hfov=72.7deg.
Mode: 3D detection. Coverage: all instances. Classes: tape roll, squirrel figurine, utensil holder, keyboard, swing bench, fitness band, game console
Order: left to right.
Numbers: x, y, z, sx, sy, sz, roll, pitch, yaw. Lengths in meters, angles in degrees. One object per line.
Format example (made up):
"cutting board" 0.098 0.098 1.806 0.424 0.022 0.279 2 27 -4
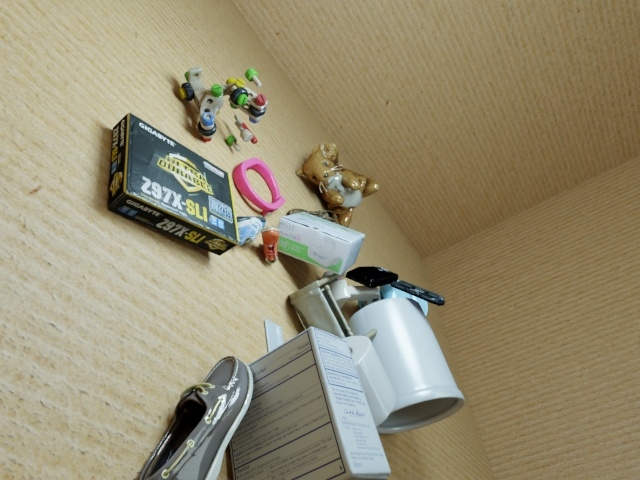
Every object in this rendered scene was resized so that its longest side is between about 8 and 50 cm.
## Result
"fitness band" -0.218 -0.201 1.589 0.209 0.054 0.291 58 18 -10
"keyboard" -0.115 0.336 1.179 0.072 0.014 0.256 33 33 -45
"squirrel figurine" 0.039 -0.323 2.189 0.370 0.281 0.397 30 21 -39
"swing bench" 0.029 0.255 1.434 0.253 0.165 0.255 64 25 5
"tape roll" 0.062 0.394 1.176 0.169 0.246 0.246 64 19 -7
"game console" 0.287 0.172 1.644 0.213 0.361 0.044 -2 108 -54
"utensil holder" 0.288 0.448 1.576 0.327 0.328 0.385 41 26 -46

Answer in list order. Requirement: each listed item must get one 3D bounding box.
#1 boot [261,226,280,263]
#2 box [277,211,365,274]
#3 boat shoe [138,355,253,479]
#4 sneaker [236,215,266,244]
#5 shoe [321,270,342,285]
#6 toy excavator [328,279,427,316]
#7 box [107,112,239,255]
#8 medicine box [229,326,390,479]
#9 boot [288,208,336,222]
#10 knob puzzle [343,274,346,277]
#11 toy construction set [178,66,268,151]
"boot" -0.154 0.016 1.370 0.158 0.059 0.084 99 -14 -64
"box" 0.000 0.000 1.544 0.262 0.126 0.231 21 14 13
"boat shoe" -0.216 0.323 0.792 0.096 0.117 0.324 57 25 -21
"sneaker" -0.227 -0.034 1.336 0.211 0.080 0.081 -20 108 -73
"shoe" 0.048 0.149 1.774 0.178 0.063 0.081 45 23 -52
"toy excavator" 0.241 0.259 1.807 0.445 0.433 0.222 83 -6 -55
"box" -0.353 -0.129 1.077 0.322 0.079 0.257 31 37 -47
"medicine box" -0.043 0.371 0.886 0.149 0.263 0.289 34 29 -46
"boot" -0.031 -0.099 1.831 0.305 0.115 0.112 7 59 -66
"knob puzzle" 0.053 0.055 1.956 0.213 0.030 0.213 49 23 -30
"toy construction set" -0.332 -0.468 1.476 0.237 0.257 0.309 53 -3 12
